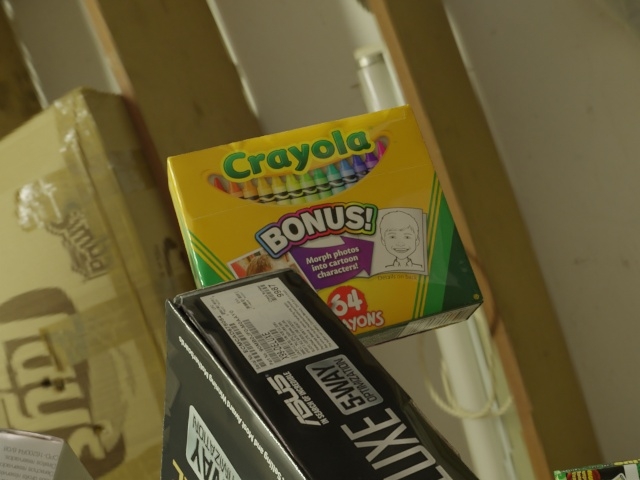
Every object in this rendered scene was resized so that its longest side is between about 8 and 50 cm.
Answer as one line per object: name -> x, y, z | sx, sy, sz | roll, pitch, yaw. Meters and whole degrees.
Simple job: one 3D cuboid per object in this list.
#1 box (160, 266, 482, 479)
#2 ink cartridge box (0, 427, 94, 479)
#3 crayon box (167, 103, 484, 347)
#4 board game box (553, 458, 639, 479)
box -> 0.020, 0.197, 0.456 | 0.307, 0.076, 0.242 | 46, 139, 40
ink cartridge box -> -0.222, 0.346, 0.700 | 0.324, 0.071, 0.330 | 91, -172, -61
crayon box -> 0.000, 0.000, 1.343 | 0.106, 0.362, 0.313 | 109, 145, -68
board game box -> 0.342, 0.369, 1.027 | 0.030, 0.136, 0.260 | 58, -158, -81
